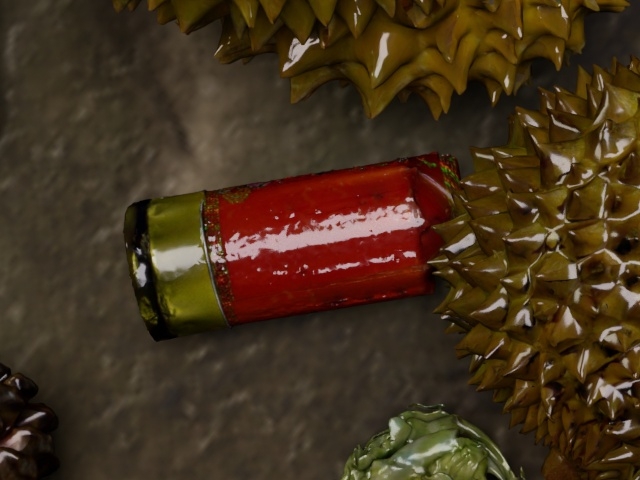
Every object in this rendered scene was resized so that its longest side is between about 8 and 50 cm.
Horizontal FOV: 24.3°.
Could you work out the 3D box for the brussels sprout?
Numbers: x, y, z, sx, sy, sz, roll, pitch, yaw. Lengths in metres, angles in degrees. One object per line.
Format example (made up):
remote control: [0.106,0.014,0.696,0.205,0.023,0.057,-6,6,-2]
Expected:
brussels sprout: [0.038,0.094,0.493,0.085,0.058,0.085,-4,56,6]

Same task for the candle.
candle: [0.000,0.000,0.516,0.131,0.052,0.052,-11,79,4]

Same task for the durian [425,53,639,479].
durian: [0.114,0.015,0.457,0.158,0.137,0.168,33,95,-29]

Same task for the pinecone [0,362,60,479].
pinecone: [-0.133,0.089,0.491,0.102,0.102,0.109,15,74,9]

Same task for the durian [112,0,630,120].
durian: [-0.017,-0.119,0.489,0.250,0.138,0.183,33,66,16]
